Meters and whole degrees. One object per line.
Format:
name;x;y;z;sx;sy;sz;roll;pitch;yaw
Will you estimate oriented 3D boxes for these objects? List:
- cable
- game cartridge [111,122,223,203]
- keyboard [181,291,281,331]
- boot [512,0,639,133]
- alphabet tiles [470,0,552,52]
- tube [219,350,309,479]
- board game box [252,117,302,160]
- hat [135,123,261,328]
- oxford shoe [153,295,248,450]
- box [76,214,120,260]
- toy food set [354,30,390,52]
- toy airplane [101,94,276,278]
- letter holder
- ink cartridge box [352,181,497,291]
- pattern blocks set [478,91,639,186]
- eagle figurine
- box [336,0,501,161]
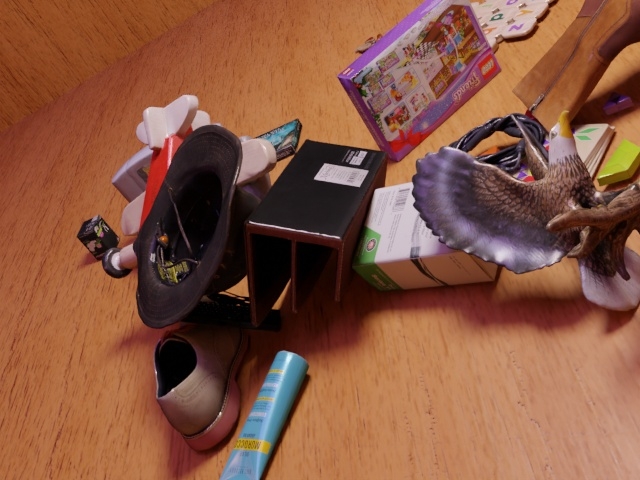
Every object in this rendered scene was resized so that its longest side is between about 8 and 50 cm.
cable;0.271;-0.157;1.339;0.185;0.047;0.150;-5;42;42
game cartridge;-0.306;-0.140;1.790;0.294;0.196;0.060;-23;32;21
keyboard;-0.160;0.108;1.336;0.192;0.038;0.100;8;18;-9
boot;0.435;-0.278;1.232;0.280;0.096;0.264;-52;38;19
alphabet tiles;0.374;-0.480;1.772;0.278;0.021;0.284;4;48;47
tube;-0.078;0.258;1.159;0.080;0.052;0.207;-18;39;47
board game box;-0.133;-0.210;1.888;0.186;0.026;0.126;-22;32;21
hat;-0.170;-0.008;1.286;0.331;0.134;0.331;-31;50;45
oxford shoe;-0.199;0.171;1.310;0.123;0.130;0.348;-32;29;10
box;-0.530;-0.007;1.935;0.052;0.083;0.062;-21;32;20
toy food set;0.144;-0.497;2.028;0.078;0.019;0.122;-45;24;-17
toy airplane;-0.247;-0.082;1.576;0.384;0.272;0.386;-59;37;13
letter holder;0.000;0.000;1.331;0.152;0.214;0.302;10;33;13
ink cartridge box;0.168;-0.012;1.219;0.208;0.087;0.153;-8;51;41
pattern blocks set;0.366;-0.123;1.270;0.325;0.026;0.285;-46;32;-18
eagle figurine;0.294;-0.058;1.044;0.298;0.226;0.225;18;82;62
box;0.194;-0.321;1.547;0.293;0.201;0.057;-42;31;-12
